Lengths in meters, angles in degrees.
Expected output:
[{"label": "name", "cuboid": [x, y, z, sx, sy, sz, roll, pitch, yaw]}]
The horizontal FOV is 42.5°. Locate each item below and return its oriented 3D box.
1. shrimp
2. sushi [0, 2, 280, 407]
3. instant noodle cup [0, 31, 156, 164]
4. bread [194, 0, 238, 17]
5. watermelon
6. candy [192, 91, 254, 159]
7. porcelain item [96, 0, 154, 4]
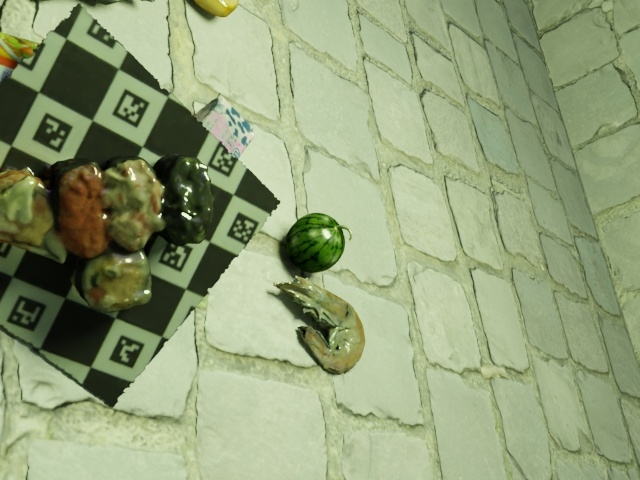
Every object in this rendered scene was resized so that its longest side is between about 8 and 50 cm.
[{"label": "shrimp", "cuboid": [0.000, 0.134, 1.315, 0.223, 0.047, 0.126, 37, 52, -37]}, {"label": "sushi", "cuboid": [-0.231, -0.023, 0.884, 0.320, 0.068, 0.339, -49, 118, -10]}, {"label": "instant noodle cup", "cuboid": [-0.326, -0.145, 0.939, 0.212, 0.193, 0.193, 18, 54, -38]}, {"label": "bread", "cuboid": [-0.195, -0.428, 1.404, 0.115, 0.056, 0.082, 40, 36, -24]}, {"label": "watermelon", "cuboid": [-0.006, 0.000, 1.336, 0.109, 0.109, 0.109, 33, 44, -39]}, {"label": "candy", "cuboid": [-0.168, -0.143, 1.234, 0.092, 0.073, 0.160, 50, 36, -19]}, {"label": "porcelain item", "cuboid": [-0.321, -0.379, 1.182, 0.215, 0.069, 0.081, -11, 74, -55]}]
